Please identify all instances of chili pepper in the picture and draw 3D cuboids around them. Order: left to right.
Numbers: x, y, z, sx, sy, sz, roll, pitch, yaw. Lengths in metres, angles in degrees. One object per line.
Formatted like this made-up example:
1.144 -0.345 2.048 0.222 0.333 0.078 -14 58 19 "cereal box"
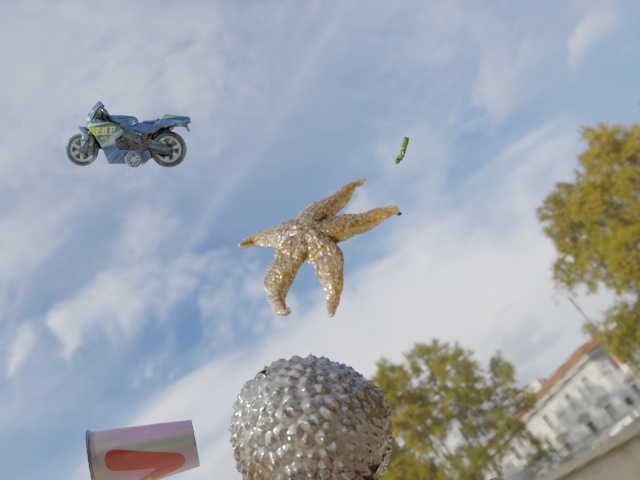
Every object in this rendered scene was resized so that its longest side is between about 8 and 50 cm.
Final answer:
0.226 -0.247 2.418 0.027 0.022 0.083 0 -70 -80 "chili pepper"

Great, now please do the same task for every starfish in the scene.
-0.001 -0.003 1.508 0.302 0.299 0.060 -41 -50 -15 "starfish"

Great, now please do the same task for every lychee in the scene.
-0.021 0.331 1.462 0.300 0.300 0.300 -27 -29 -17 "lychee"

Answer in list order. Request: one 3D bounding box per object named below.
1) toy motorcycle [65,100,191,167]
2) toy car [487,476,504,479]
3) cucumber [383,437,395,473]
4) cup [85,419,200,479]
-0.396 -0.219 1.804 0.254 0.136 0.092 1 5 -8 "toy motorcycle"
0.315 0.534 1.442 0.145 0.235 0.235 40 -73 -17 "toy car"
0.003 0.473 1.948 0.325 0.105 0.145 -20 16 26 "cucumber"
-0.488 0.593 2.422 0.288 0.203 0.203 -11 -33 -10 "cup"
